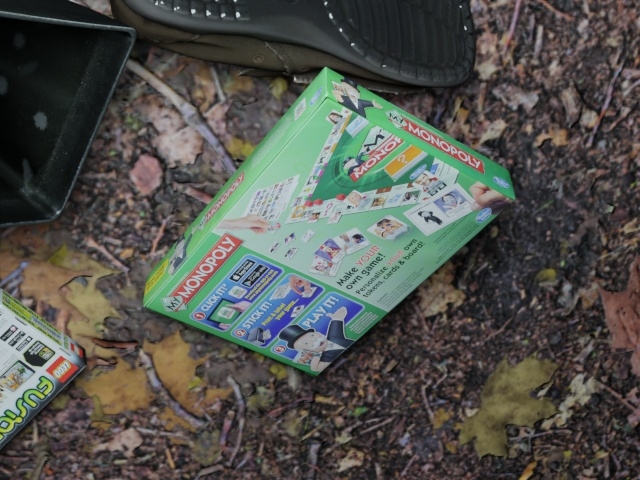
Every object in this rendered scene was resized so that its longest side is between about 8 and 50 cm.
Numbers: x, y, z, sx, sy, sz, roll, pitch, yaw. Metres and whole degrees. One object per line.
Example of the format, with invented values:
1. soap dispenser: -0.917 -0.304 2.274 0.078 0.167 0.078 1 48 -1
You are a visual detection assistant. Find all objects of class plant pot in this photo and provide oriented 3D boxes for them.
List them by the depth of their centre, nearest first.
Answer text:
1. plant pot: -0.293 -0.130 0.830 0.188 0.167 0.187 -10 132 -60

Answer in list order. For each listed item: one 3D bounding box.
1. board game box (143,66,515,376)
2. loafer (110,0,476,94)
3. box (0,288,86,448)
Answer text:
1. board game box: 0.000 0.000 1.003 0.214 0.046 0.317 26 129 -25
2. loafer: -0.023 -0.209 0.937 0.366 0.130 0.133 9 77 -29
3. box: -0.349 0.157 1.052 0.207 0.036 0.114 -43 119 7
